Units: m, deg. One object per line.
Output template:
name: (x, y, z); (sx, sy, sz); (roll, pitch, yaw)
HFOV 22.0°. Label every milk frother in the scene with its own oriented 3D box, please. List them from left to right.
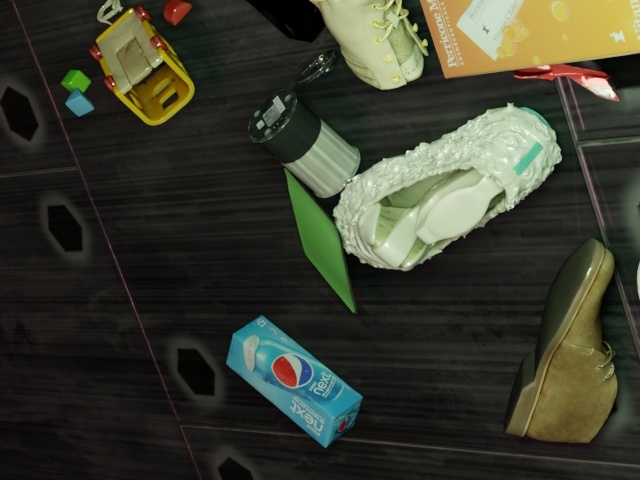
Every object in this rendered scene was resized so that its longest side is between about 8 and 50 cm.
milk frother: (0.000, -0.156, 2.138); (0.143, 0.129, 0.134); (-33, 128, 24)

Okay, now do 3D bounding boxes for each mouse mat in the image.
mouse mat: (0.000, 0.000, 2.230); (0.152, 0.007, 0.190); (50, 161, 39)

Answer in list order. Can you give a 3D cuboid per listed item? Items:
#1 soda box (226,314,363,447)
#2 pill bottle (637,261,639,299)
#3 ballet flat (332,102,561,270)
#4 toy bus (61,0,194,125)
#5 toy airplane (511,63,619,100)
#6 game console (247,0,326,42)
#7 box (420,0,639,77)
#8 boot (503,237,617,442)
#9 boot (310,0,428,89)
soda box: (-0.041, 0.207, 2.438); (0.210, 0.067, 0.071); (37, 137, 23)
pill bottle: (0.468, 0.009, 1.695); (0.162, 0.162, 0.278); (53, 140, 6)
ballet flat: (0.127, -0.041, 2.021); (0.147, 0.147, 0.409); (57, 141, 1)
toy bus: (-0.249, -0.247, 2.319); (0.191, 0.202, 0.104); (-5, 142, 41)
toy airplane: (0.261, -0.187, 1.823); (0.151, 0.151, 0.028); (22, 104, 36)
game console: (-0.015, -0.408, 2.021); (0.213, 0.044, 0.361); (50, 141, 6)
box: (0.270, -0.308, 1.684); (0.345, 0.168, 0.215); (-3, 112, 48)
boot: (0.320, 0.128, 2.007); (0.115, 0.112, 0.305); (16, 127, 2)
boot: (0.079, -0.273, 1.923); (0.262, 0.095, 0.203); (8, 139, 51)
